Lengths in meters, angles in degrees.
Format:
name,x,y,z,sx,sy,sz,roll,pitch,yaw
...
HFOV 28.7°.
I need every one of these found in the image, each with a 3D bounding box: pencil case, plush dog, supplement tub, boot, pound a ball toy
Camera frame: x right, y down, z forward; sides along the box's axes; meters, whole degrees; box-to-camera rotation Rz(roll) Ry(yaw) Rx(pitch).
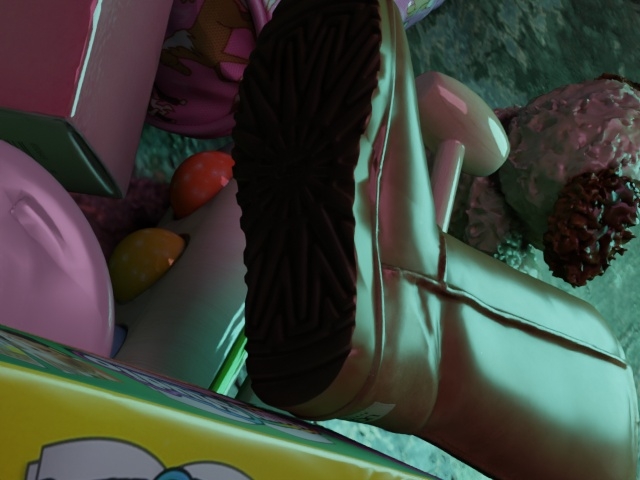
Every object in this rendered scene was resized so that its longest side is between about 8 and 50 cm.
name,x,y,z,sx,sy,sz,roll,pitch,yaw
pencil case,-0.009,-0.211,0.932,0.386,0.160,0.167,-38,116,-49
plush dog,0.161,-0.047,0.964,0.210,0.225,0.262,46,43,-22
supplement tub,-0.202,0.047,0.554,0.144,0.200,0.144,23,55,-37
boot,0.071,0.013,0.656,0.269,0.089,0.236,25,63,-46
pound a ball toy,-0.036,0.020,0.738,0.136,0.208,0.319,48,44,-20

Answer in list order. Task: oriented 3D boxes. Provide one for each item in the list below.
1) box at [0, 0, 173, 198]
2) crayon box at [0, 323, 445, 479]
name,x,y,z,sx,sy,sz,roll,pitch,yaw
box,-0.161,-0.156,0.675,0.127,0.149,0.232,75,25,-73
crayon box,-0.105,0.202,0.465,0.363,0.106,0.313,31,78,-57
